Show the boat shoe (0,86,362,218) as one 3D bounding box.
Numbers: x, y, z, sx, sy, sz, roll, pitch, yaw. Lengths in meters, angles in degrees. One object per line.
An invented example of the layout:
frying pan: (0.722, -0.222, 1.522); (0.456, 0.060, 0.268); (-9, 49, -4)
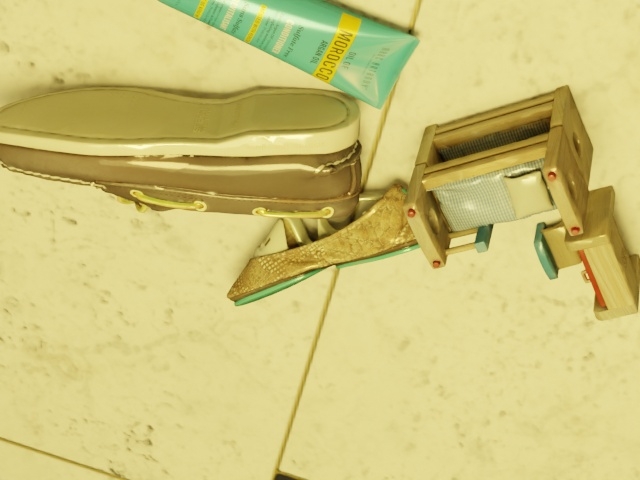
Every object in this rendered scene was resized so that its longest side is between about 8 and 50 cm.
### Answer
boat shoe: (-0.126, -0.069, 1.276); (0.324, 0.116, 0.097); (1, 122, 7)

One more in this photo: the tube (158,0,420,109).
tube: (-0.028, -0.176, 1.218); (0.207, 0.052, 0.080); (23, 138, -9)

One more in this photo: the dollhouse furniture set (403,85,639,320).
dollhouse furniture set: (0.170, -0.002, 1.233); (0.129, 0.129, 0.184); (-15, 120, 24)

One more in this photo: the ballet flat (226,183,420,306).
ballet flat: (0.000, 0.000, 1.331); (0.206, 0.073, 0.067); (-19, 91, 23)
